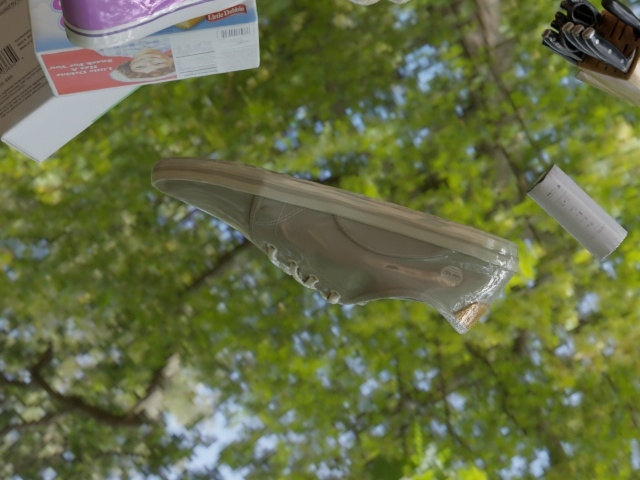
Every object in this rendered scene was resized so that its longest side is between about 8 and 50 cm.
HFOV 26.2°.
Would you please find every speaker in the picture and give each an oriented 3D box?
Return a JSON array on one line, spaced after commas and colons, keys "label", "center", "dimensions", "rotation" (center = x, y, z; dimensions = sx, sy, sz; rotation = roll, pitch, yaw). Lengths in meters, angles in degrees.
[{"label": "speaker", "center": [0.339, -0.037, 1.821], "dimensions": [0.055, 0.136, 0.055], "rotation": [-48, -179, 1]}]

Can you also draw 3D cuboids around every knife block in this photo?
[{"label": "knife block", "center": [0.432, -0.244, 1.855], "dimensions": [0.242, 0.276, 0.088], "rotation": [-12, 128, -86]}]

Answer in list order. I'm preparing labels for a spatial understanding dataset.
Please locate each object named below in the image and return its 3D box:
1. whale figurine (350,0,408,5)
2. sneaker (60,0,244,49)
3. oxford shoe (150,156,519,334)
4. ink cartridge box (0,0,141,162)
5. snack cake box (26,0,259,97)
[{"label": "whale figurine", "center": [0.067, -0.442, 2.084], "dimensions": [0.216, 0.272, 0.141], "rotation": [37, -72, 23]}, {"label": "sneaker", "center": [-0.139, -0.313, 1.394], "dimensions": [0.282, 0.161, 0.102], "rotation": [-33, -130, -31]}, {"label": "oxford shoe", "center": [0.000, 0.000, 1.573], "dimensions": [0.449, 0.169, 0.130], "rotation": [17, -88, 16]}, {"label": "ink cartridge box", "center": [-0.395, -0.289, 1.875], "dimensions": [0.211, 0.121, 0.289], "rotation": [-36, -110, 5]}, {"label": "snack cake box", "center": [-0.209, -0.256, 1.670], "dimensions": [0.264, 0.152, 0.089], "rotation": [-9, -102, -4]}]
